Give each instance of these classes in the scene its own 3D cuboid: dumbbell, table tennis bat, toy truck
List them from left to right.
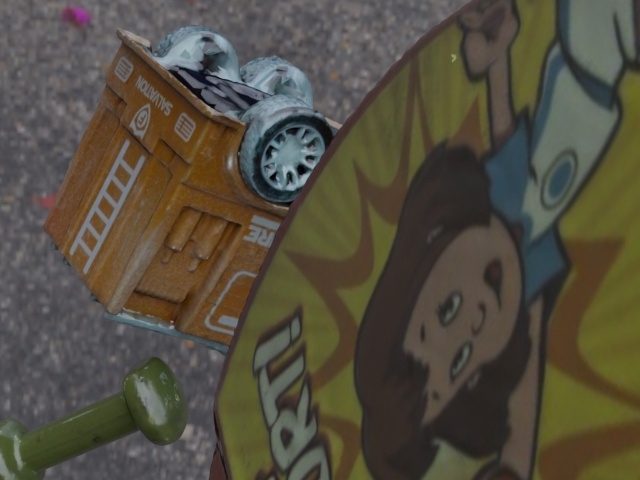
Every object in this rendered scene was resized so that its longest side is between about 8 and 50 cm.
[{"bbox_3d":[-0.131,0.105,0.811,0.118,0.046,0.052,-24,15,15],"label":"dumbbell"},{"bbox_3d":[0.000,0.000,0.869,0.305,0.162,0.136,20,15,-39],"label":"toy truck"},{"bbox_3d":[0.007,0.103,0.445,0.051,0.414,0.268,17,33,-26],"label":"table tennis bat"}]
